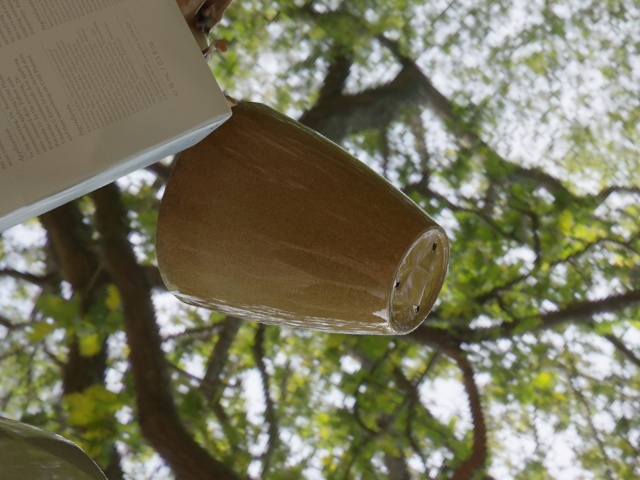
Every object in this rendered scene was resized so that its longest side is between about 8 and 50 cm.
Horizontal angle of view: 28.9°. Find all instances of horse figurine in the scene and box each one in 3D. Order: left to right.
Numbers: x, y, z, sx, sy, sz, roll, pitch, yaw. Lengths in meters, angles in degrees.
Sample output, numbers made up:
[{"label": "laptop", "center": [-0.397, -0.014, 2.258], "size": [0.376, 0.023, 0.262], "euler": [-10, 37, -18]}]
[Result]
[{"label": "horse figurine", "center": [-0.134, -0.210, 1.297], "size": [0.174, 0.066, 0.263], "euler": [-17, -123, 49]}]

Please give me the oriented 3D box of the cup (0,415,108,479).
[{"label": "cup", "center": [-0.256, 0.235, 0.791], "size": [0.331, 0.237, 0.331], "euler": [15, -68, 42]}]

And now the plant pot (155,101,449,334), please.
[{"label": "plant pot", "center": [0.000, 0.000, 1.312], "size": [0.254, 0.237, 0.237], "euler": [21, -100, 29]}]

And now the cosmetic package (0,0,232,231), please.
[{"label": "cosmetic package", "center": [-0.278, -0.194, 0.905], "size": [0.284, 0.377, 0.097], "euler": [-27, -179, -30]}]
